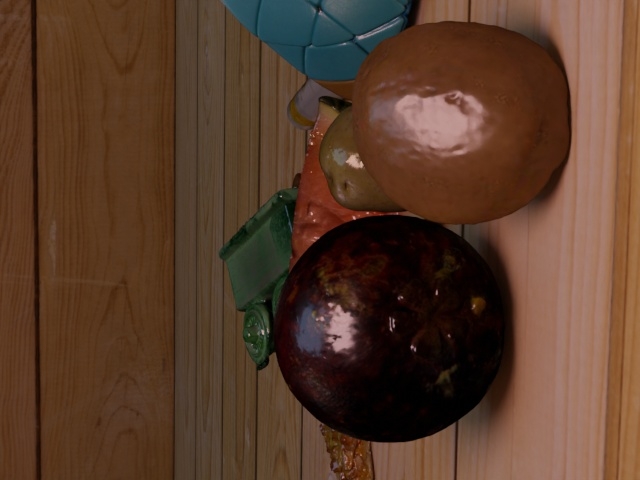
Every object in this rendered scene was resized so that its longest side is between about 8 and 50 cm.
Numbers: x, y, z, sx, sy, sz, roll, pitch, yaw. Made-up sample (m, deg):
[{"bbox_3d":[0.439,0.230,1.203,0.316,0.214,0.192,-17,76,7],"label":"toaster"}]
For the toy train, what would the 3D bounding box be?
[{"bbox_3d":[-0.024,0.056,1.806,0.266,0.145,0.201,-40,58,57],"label":"toy train"}]

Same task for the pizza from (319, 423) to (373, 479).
[{"bbox_3d":[0.033,0.268,1.861,0.175,0.046,0.134,-135,45,-70],"label":"pizza"}]

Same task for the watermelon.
[{"bbox_3d":[0.062,-0.033,1.584,0.128,0.159,0.303,-59,-19,-55],"label":"watermelon"}]

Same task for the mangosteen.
[{"bbox_3d":[0.063,0.096,1.377,0.289,0.231,0.231,120,147,-75],"label":"mangosteen"}]

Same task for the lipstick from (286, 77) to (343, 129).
[{"bbox_3d":[0.008,-0.214,1.906,0.264,0.059,0.059,143,125,-73],"label":"lipstick"}]

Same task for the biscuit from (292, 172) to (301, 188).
[{"bbox_3d":[-0.001,0.000,1.984,0.301,0.043,0.278,120,146,-64],"label":"biscuit"}]

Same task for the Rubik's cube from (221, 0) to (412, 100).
[{"bbox_3d":[-0.004,-0.268,1.635,0.254,0.255,0.254,179,90,-76],"label":"Rubik's cube"}]

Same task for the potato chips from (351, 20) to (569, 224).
[{"bbox_3d":[0.116,-0.110,1.216,0.195,0.208,0.062,-53,-15,18],"label":"potato chips"}]

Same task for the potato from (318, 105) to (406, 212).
[{"bbox_3d":[0.089,-0.105,1.335,0.157,0.194,0.157,57,167,21],"label":"potato"}]
